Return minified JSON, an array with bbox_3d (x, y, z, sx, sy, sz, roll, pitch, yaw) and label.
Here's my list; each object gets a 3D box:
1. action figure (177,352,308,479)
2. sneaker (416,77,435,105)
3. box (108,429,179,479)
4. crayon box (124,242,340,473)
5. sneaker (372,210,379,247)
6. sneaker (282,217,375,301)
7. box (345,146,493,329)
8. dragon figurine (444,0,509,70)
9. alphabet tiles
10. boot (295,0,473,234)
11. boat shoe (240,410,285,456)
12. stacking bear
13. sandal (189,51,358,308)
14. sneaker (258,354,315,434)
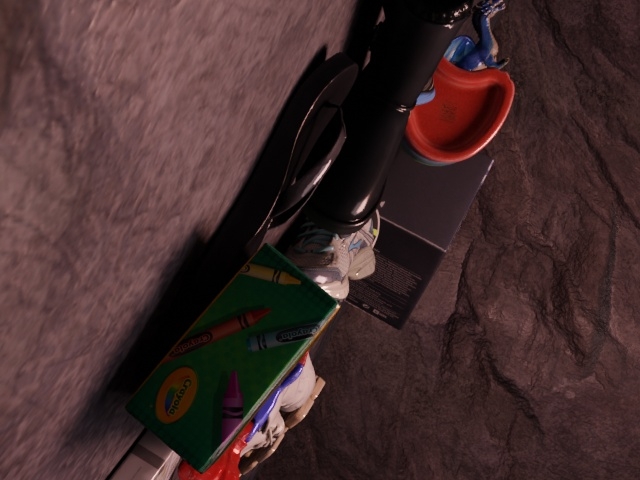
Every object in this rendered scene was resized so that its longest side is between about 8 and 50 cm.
[{"bbox_3d":[-0.105,0.206,0.940,0.139,0.091,0.280,-23,-145,59],"label":"action figure"},{"bbox_3d":[0.099,-0.209,1.049,0.188,0.067,0.078,-32,117,-60],"label":"sneaker"},{"bbox_3d":[-0.202,0.279,0.789,0.186,0.038,0.145,-56,171,-49],"label":"box"},{"bbox_3d":[-0.071,0.110,0.737,0.165,0.081,0.278,-50,175,-10],"label":"crayon box"},{"bbox_3d":[0.033,0.011,1.302,0.235,0.084,0.097,-58,171,-28],"label":"sneaker"},{"bbox_3d":[0.000,0.000,1.052,0.283,0.110,0.122,-34,129,-71],"label":"sneaker"},{"bbox_3d":[0.203,-0.028,1.894,0.293,0.212,0.395,-57,171,-31],"label":"box"},{"bbox_3d":[0.307,-0.392,1.744,0.289,0.144,0.085,-44,-178,21],"label":"dragon figurine"},{"bbox_3d":[-0.103,0.394,1.705,0.284,0.021,0.278,-43,-177,32],"label":"alphabet tiles"},{"bbox_3d":[0.063,-0.152,0.797,0.207,0.094,0.246,115,-1,-53],"label":"boot"},{"bbox_3d":[-0.113,0.347,1.532,0.096,0.088,0.267,-64,173,18],"label":"boat shoe"},{"bbox_3d":[0.195,-0.208,1.368,0.289,0.175,0.164,-100,-153,-86],"label":"stacking bear"},{"bbox_3d":[-0.028,-0.046,0.717,0.254,0.054,0.097,-61,173,-5],"label":"sandal"},{"bbox_3d":[-0.087,0.226,1.221,0.169,0.108,0.292,-56,162,-31],"label":"sneaker"}]
